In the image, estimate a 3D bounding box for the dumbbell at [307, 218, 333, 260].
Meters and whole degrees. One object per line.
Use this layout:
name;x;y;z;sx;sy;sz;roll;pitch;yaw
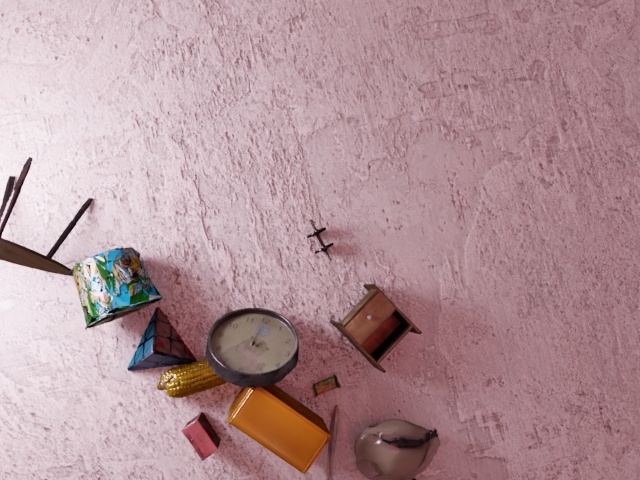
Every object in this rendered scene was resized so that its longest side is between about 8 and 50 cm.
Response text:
dumbbell;0.000;0.000;1.803;0.069;0.069;0.147;-26;89;-10

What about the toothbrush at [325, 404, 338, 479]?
toothbrush;0.028;0.698;1.723;0.037;0.028;0.376;17;65;-22

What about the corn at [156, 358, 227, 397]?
corn;-0.363;0.411;1.704;0.261;0.097;0.097;-12;87;-13

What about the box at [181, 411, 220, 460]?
box;-0.350;0.577;1.661;0.060;0.156;0.111;-34;88;-8

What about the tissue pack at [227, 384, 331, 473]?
tissue pack;-0.127;0.539;1.681;0.274;0.194;0.145;36;85;-3

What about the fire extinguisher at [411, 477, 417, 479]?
fire extinguisher;0.215;0.854;1.757;0.267;0.072;0.089;-35;134;-10

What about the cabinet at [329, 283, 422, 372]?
cabinet;0.170;0.272;1.766;0.175;0.148;0.215;-45;92;-9

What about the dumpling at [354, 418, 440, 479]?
dumpling;0.244;0.666;1.743;0.292;0.163;0.205;12;79;-19

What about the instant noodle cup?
instant noodle cup;-0.599;0.130;1.629;0.240;0.240;0.178;-21;86;-10

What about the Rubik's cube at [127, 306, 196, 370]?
Rubik's cube;-0.498;0.363;1.706;0.178;0.211;0.190;-37;117;12

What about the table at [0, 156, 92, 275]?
table;-0.854;-0.074;1.617;0.317;0.317;0.249;16;71;-7

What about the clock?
clock;-0.199;0.308;1.662;0.280;0.281;0.056;1;127;-8

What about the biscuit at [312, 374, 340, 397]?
biscuit;0.017;0.464;1.794;0.089;0.016;0.046;-19;89;-10
